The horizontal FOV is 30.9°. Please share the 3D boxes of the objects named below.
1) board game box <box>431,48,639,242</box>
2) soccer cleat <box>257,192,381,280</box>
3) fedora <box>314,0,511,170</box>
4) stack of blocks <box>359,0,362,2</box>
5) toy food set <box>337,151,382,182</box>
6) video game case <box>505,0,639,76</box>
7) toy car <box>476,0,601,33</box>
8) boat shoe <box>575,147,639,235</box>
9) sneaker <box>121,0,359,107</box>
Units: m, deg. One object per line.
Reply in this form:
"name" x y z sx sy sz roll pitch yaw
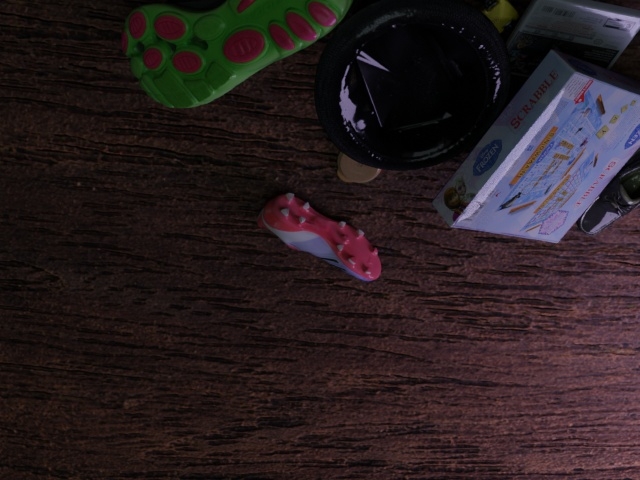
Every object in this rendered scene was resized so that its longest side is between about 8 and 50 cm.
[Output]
"board game box" 0.384 -0.142 1.898 0.318 0.066 0.319 8 128 -46
"soccer cleat" 0.000 0.000 2.094 0.248 0.083 0.095 32 145 -20
"fedora" 0.132 -0.269 1.785 0.334 0.152 0.334 -6 137 -6
"stack of blocks" 0.095 -0.474 1.808 0.171 0.087 0.297 -35 113 21
"toy food set" 0.071 -0.138 2.036 0.082 0.020 0.083 1 119 1
"video game case" 0.399 -0.321 1.863 0.190 0.022 0.173 7 144 -17
"toy car" 0.331 -0.426 1.847 0.239 0.053 0.225 -8 118 6
"boat shoe" 0.528 -0.089 2.016 0.080 0.073 0.223 34 115 -16
"sneaker" -0.117 -0.334 1.814 0.482 0.202 0.185 -10 104 36
